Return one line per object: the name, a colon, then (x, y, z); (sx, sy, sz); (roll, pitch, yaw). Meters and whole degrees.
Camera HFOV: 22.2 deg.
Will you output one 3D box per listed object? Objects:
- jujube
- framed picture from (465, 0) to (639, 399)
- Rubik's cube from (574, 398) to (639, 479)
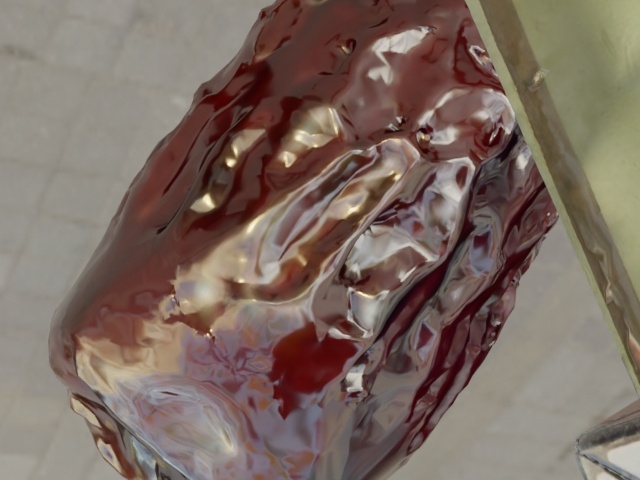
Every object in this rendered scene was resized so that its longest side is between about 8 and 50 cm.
jujube: (0.000, 0.000, 0.943); (0.258, 0.377, 0.258); (26, 169, 5)
framed picture: (0.141, -0.073, 0.407); (0.231, 0.173, 0.010); (-34, 157, 35)
Rubik's cube: (0.400, 0.211, 1.309); (0.255, 0.260, 0.259); (-24, 179, 37)
